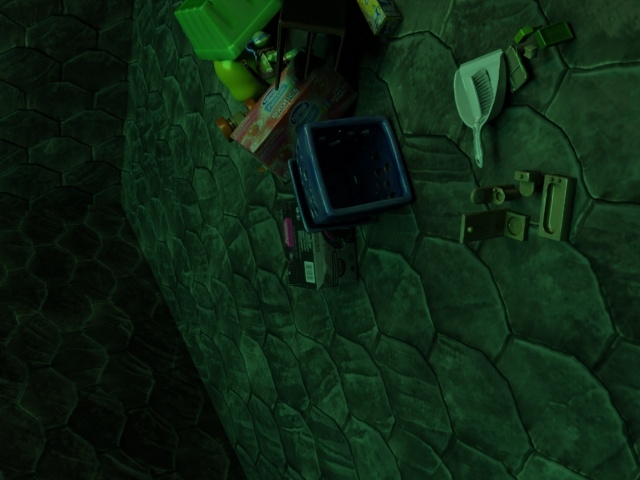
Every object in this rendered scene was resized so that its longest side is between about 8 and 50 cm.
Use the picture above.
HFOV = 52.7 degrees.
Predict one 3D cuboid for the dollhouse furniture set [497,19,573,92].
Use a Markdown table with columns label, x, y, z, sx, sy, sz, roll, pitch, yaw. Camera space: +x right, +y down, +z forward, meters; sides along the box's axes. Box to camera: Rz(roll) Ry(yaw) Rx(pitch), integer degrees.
| label | x | y | z | sx | sy | sz | roll | pitch | yaw |
| --- | --- | --- | --- | --- | --- | --- | --- | --- | --- |
| dollhouse furniture set | 0.388 | -0.341 | 1.174 | 0.152 | 0.058 | 0.076 | 122 | 127 | -73 |

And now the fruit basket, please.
| label | x | y | z | sx | sy | sz | roll | pitch | yaw |
| --- | --- | --- | --- | --- | --- | --- | --- | --- | --- |
| fruit basket | -0.252 | -0.626 | 2.024 | 0.283 | 0.392 | 0.392 | -50 | 36 | -7 |

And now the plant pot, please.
| label | x | y | z | sx | sy | sz | roll | pitch | yaw |
| --- | --- | --- | --- | --- | --- | --- | --- | --- | --- |
| plant pot | 0.056 | -0.149 | 1.585 | 0.212 | 0.236 | 0.236 | -43 | 61 | 62 |

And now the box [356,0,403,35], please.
| label | x | y | z | sx | sy | sz | roll | pitch | yaw |
| --- | --- | --- | --- | --- | --- | --- | --- | --- | --- |
| box | 0.129 | -0.566 | 1.528 | 0.059 | 0.054 | 0.169 | -53 | 52 | 50 |

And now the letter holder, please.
| label | x | y | z | sx | sy | sz | roll | pitch | yaw |
| --- | --- | --- | --- | --- | --- | --- | --- | --- | --- |
| letter holder | -0.024 | -0.522 | 1.595 | 0.214 | 0.152 | 0.302 | 103 | 173 | -50 |

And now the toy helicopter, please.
| label | x | y | z | sx | sy | sz | roll | pitch | yaw |
| --- | --- | --- | --- | --- | --- | --- | --- | --- | --- |
| toy helicopter | -0.172 | -0.266 | 1.995 | 0.355 | 0.140 | 0.235 | 53 | 177 | 45 |

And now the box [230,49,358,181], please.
| label | x | y | z | sx | sy | sz | roll | pitch | yaw |
| --- | --- | --- | --- | --- | --- | --- | --- | --- | --- |
| box | -0.070 | -0.326 | 1.685 | 0.300 | 0.142 | 0.154 | -50 | 40 | 0 |

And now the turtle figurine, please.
| label | x | y | z | sx | sy | sz | roll | pitch | yaw |
| --- | --- | --- | --- | --- | --- | --- | --- | --- | --- |
| turtle figurine | -0.068 | -0.483 | 1.834 | 0.197 | 0.274 | 0.266 | -3 | 116 | 37 |

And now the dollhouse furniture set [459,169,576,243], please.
| label | x | y | z | sx | sy | sz | roll | pitch | yaw |
| --- | --- | --- | --- | --- | --- | --- | --- | --- | --- |
| dollhouse furniture set | 0.359 | -0.053 | 1.189 | 0.151 | 0.123 | 0.144 | 25 | 118 | 55 |

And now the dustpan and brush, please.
| label | x | y | z | sx | sy | sz | roll | pitch | yaw |
| --- | --- | --- | --- | --- | --- | --- | --- | --- | --- |
| dustpan and brush | 0.314 | -0.252 | 1.274 | 0.147 | 0.060 | 0.211 | 3 | 108 | 68 |

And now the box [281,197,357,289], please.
| label | x | y | z | sx | sy | sz | roll | pitch | yaw |
| --- | --- | --- | --- | --- | --- | --- | --- | --- | --- |
| box | 0.000 | 0.000 | 1.790 | 0.163 | 0.142 | 0.247 | 3 | 101 | 58 |
